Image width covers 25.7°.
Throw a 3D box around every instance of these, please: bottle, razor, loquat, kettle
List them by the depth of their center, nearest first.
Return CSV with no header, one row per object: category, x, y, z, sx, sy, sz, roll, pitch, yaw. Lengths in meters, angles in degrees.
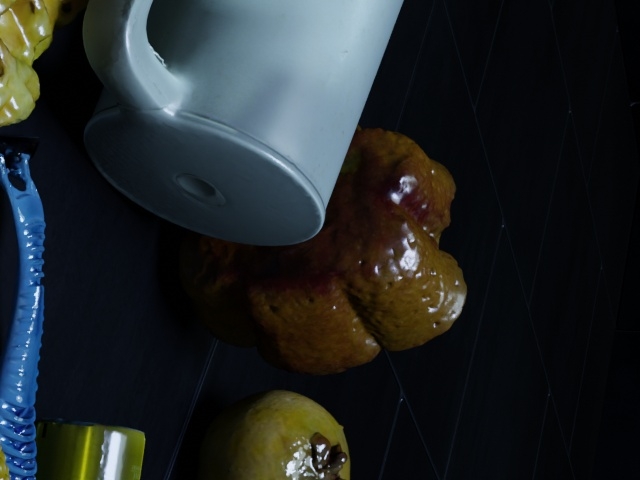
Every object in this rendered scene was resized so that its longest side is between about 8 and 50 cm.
razor,-0.210,0.054,0.961,0.082,0.042,0.253,-4,96,-70
bottle,-0.183,0.272,0.988,0.082,0.082,0.286,35,59,-65
kettle,-0.042,-0.187,1.087,0.265,0.205,0.318,112,-2,-68
loquat,-0.042,0.209,1.258,0.137,0.163,0.163,24,65,-33

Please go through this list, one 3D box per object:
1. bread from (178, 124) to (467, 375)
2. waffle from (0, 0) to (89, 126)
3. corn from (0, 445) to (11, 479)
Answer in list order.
bread,-0.007,-0.009,1.217,0.135,0.247,0.232,57,27,-57
waffle,-0.234,-0.212,0.846,0.302,0.068,0.325,27,69,-66
corn,-0.227,0.183,0.862,0.091,0.091,0.260,-45,134,-48
